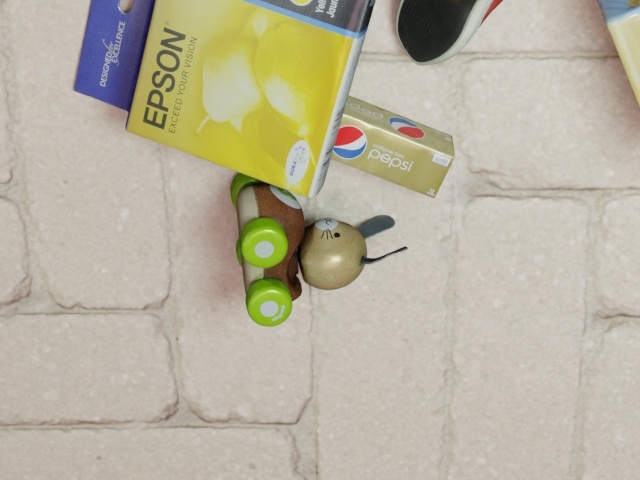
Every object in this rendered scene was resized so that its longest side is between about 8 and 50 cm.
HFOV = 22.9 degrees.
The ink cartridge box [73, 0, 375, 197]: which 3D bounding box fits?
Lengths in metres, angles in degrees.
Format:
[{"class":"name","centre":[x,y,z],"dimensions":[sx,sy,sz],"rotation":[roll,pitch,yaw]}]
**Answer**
[{"class":"ink cartridge box","centre":[-0.106,-0.234,1.672],"dimensions":[0.307,0.072,0.304],"rotation":[18,117,5]}]

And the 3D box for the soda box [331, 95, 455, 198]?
[{"class":"soda box","centre":[0.057,-0.114,1.769],"dimensions":[0.181,0.061,0.058],"rotation":[21,117,-9]}]

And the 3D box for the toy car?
[{"class":"toy car","centre":[0.000,0.000,1.789],"dimensions":[0.188,0.155,0.149],"rotation":[-6,118,-5]}]

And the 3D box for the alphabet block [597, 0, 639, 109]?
[{"class":"alphabet block","centre":[0.407,-0.209,1.636],"dimensions":[0.193,0.192,0.197],"rotation":[-20,116,14]}]

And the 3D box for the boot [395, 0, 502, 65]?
[{"class":"boot","centre":[0.191,-0.281,1.666],"dimensions":[0.088,0.176,0.244],"rotation":[56,146,9]}]
